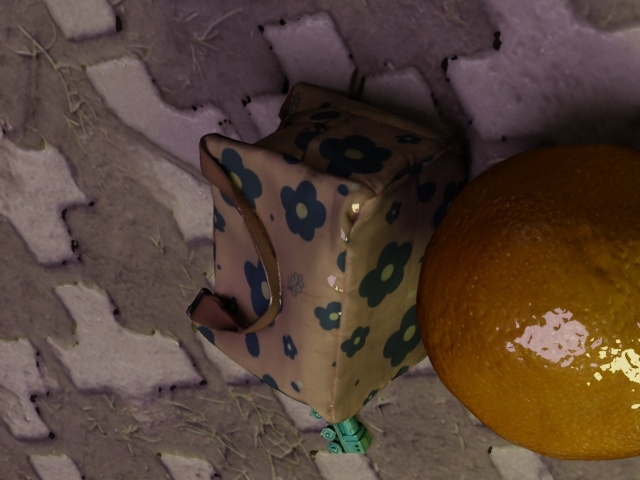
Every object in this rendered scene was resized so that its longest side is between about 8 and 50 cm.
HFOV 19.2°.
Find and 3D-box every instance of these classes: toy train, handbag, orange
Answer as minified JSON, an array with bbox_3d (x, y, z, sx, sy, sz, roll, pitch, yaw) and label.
[{"bbox_3d":[0.017,0.177,1.894,0.045,0.029,0.092,-5,121,32],"label":"toy train"},{"bbox_3d":[0.000,0.000,1.632,0.193,0.190,0.251,26,131,26],"label":"handbag"},{"bbox_3d":[0.208,0.047,1.458,0.264,0.264,0.264,22,136,22],"label":"orange"}]
